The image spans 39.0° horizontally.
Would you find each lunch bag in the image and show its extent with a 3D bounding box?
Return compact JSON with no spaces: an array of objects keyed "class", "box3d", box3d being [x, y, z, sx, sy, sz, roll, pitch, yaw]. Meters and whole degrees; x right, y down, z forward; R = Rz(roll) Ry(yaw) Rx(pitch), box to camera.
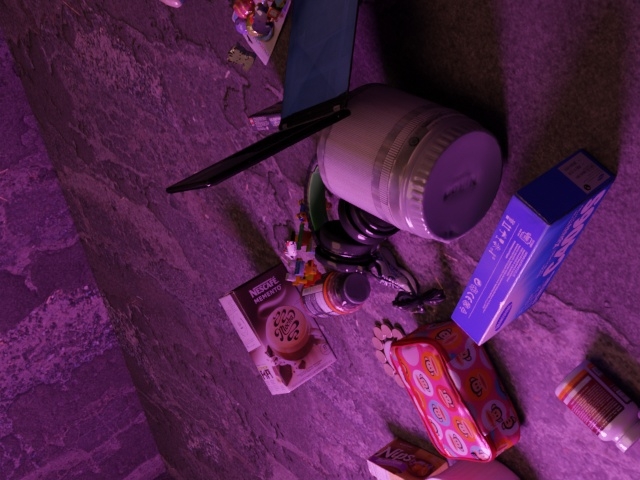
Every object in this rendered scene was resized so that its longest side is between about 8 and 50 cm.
[{"class":"lunch bag","box3d":[0.269,0.315,1.902,0.293,0.120,0.258,63,155,-3]}]

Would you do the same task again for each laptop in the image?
[{"class":"laptop","box3d":[-0.108,-0.277,1.570,0.236,0.408,0.382,63,164,-9]}]

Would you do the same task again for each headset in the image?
[{"class":"headset","box3d":[0.103,-0.023,1.844,0.394,0.185,0.243,63,143,29]}]

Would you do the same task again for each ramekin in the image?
[{"class":"ramekin","box3d":[0.362,0.607,1.995,0.277,0.135,0.277,38,144,34]}]

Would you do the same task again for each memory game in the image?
[{"class":"memory game","box3d":[0.185,0.272,2.093,0.186,0.012,0.186,38,145,33]}]

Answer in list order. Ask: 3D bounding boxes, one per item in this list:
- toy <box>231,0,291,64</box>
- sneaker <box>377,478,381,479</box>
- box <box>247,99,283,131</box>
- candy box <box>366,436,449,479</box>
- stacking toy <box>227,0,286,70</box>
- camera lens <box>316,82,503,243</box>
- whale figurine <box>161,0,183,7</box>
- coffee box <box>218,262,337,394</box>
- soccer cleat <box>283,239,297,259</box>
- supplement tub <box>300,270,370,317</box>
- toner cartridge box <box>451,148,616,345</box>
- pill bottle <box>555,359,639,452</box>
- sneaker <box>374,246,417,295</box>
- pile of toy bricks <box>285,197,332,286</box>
[{"class":"toy","box3d":[-0.141,-0.473,1.876,0.137,0.056,0.237,56,151,10]},{"class":"sneaker","box3d":[0.210,0.647,2.350,0.152,0.058,0.084,56,157,-3]},{"class":"box","box3d":[-0.051,-0.266,1.864,0.207,0.114,0.036,6,121,57]},{"class":"candy box","box3d":[0.214,0.555,2.209,0.187,0.109,0.053,16,130,53]},{"class":"stacking toy","box3d":[-0.094,-0.439,1.679,0.052,0.167,0.221,28,136,-10]},{"class":"camera lens","box3d":[0.145,-0.139,1.557,0.274,0.219,0.219,30,140,43]},{"class":"whale figurine","box3d":[-0.385,-0.659,2.050,0.216,0.141,0.272,34,167,40]},{"class":"coffee box","box3d":[-0.113,0.232,2.369,0.297,0.168,0.119,60,151,-2]},{"class":"soccer cleat","box3d":[-0.070,0.020,2.252,0.035,0.029,0.083,44,152,10]},{"class":"supplement tub","box3d":[0.038,0.121,2.092,0.198,0.106,0.106,-19,100,60]},{"class":"toner cartridge box","box3d":[0.335,0.020,1.463,0.075,0.165,0.348,47,150,22]},{"class":"pill bottle","box3d":[0.485,0.286,1.551,0.152,0.086,0.086,46,149,24]},{"class":"sneaker","box3d":[0.149,0.079,1.923,0.135,0.058,0.052,49,150,18]},{"class":"pile of toy bricks","box3d":[0.000,0.000,2.040,0.118,0.105,0.212,170,110,-66]}]
